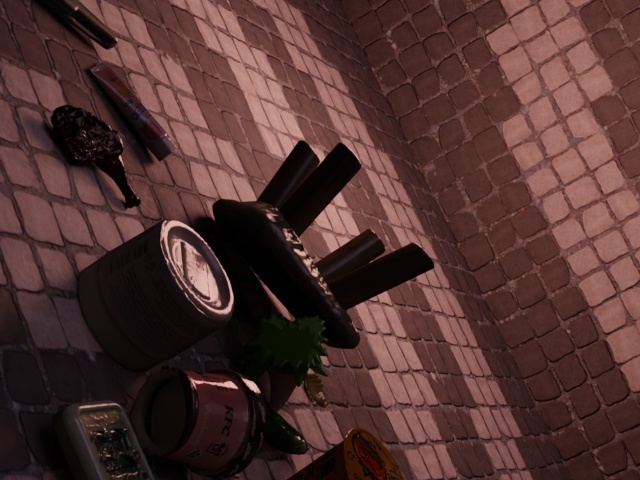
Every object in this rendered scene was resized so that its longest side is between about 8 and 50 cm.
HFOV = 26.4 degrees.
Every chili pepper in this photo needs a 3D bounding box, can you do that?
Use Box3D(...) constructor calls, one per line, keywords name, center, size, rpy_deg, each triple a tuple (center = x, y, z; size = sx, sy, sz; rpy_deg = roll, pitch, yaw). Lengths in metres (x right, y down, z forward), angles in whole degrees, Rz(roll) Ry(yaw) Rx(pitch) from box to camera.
Box3D(name="chili pepper", center=(-0.079, 0.290, 2.149), size=(0.227, 0.059, 0.088), rpy_deg=(40, 23, -49))

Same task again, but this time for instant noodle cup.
Box3D(name="instant noodle cup", center=(0.031, 0.414, 2.057), size=(0.216, 0.172, 0.215), rpy_deg=(49, 22, -28))

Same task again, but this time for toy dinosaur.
Box3D(name="toy dinosaur", center=(-0.074, 0.192, 2.259), size=(0.177, 0.152, 0.194), rpy_deg=(108, -26, -62))

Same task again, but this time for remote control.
Box3D(name="remote control", center=(-0.229, 0.355, 1.657), size=(0.128, 0.065, 0.335), rpy_deg=(5, 57, -65))

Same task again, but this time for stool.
Box3D(name="stool", center=(0.000, 0.000, 2.349), size=(0.310, 0.226, 0.310), rpy_deg=(52, -10, -17))

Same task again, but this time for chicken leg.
Box3D(name="chicken leg", center=(-0.345, -0.134, 2.116), size=(0.205, 0.053, 0.093), rpy_deg=(35, 53, -37))

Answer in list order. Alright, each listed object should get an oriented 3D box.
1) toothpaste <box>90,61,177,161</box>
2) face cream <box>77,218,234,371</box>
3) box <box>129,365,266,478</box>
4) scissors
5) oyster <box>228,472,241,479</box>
Box3D(name="toothpaste", center=(-0.320, -0.223, 2.327), size=(0.194, 0.043, 0.067), rpy_deg=(52, 23, -6))
Box3D(name="face cream", center=(-0.230, 0.076, 1.933), size=(0.177, 0.153, 0.177), rpy_deg=(51, 20, -26))
Box3D(name="box", center=(-0.172, 0.240, 1.855), size=(0.135, 0.151, 0.151), rpy_deg=(23, 40, -47))
Box3D(name="scissors", center=(-0.443, -0.409, 2.279), size=(0.289, 0.041, 0.138), rpy_deg=(41, 19, -41))
Box3D(name="oyster", center=(-0.144, 0.326, 1.987), size=(0.083, 0.019, 0.054), rpy_deg=(16, 48, -66))
